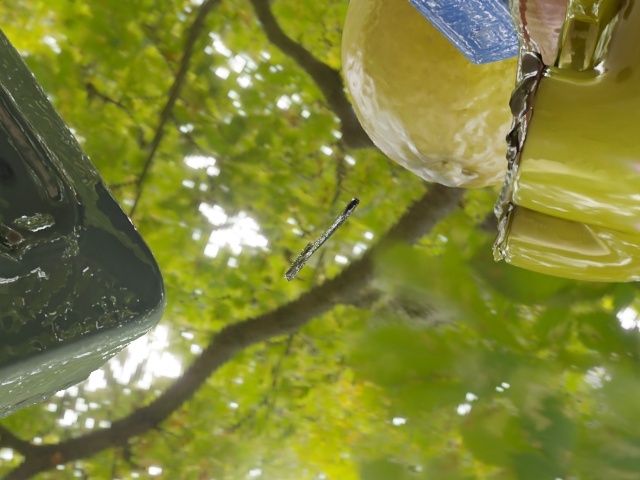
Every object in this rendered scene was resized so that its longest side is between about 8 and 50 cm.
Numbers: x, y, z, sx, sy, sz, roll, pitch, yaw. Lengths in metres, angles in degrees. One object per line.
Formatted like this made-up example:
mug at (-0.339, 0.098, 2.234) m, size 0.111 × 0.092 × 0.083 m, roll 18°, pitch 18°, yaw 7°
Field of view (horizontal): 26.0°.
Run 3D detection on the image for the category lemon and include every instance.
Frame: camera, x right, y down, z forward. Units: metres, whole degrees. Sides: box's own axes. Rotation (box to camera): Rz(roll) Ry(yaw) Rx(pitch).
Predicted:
lemon at (0.153, -0.192, 1.350) m, size 0.293 × 0.293 × 0.293 m, roll -7°, pitch -105°, yaw 26°

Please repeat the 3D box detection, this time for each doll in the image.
doll at (0.165, -0.033, 0.381) m, size 0.220 × 0.143 × 0.135 m, roll 12°, pitch -116°, yaw 7°

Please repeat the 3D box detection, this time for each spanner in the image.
spanner at (0.000, 0.000, 1.486) m, size 0.012 × 0.208 × 0.046 m, roll 38°, pitch -117°, yaw -3°

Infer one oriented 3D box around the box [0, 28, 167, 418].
box at (-0.301, -0.064, 0.719) m, size 0.111 × 0.396 × 0.396 m, roll -40°, pitch -99°, yaw 29°

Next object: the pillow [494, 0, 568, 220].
pillow at (0.170, -0.079, 0.669) m, size 0.171 × 0.179 × 0.075 m, roll -8°, pitch -143°, yaw -7°

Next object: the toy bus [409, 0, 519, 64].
toy bus at (0.084, -0.218, 0.984) m, size 0.079 × 0.236 × 0.094 m, roll -19°, pitch -124°, yaw 31°
